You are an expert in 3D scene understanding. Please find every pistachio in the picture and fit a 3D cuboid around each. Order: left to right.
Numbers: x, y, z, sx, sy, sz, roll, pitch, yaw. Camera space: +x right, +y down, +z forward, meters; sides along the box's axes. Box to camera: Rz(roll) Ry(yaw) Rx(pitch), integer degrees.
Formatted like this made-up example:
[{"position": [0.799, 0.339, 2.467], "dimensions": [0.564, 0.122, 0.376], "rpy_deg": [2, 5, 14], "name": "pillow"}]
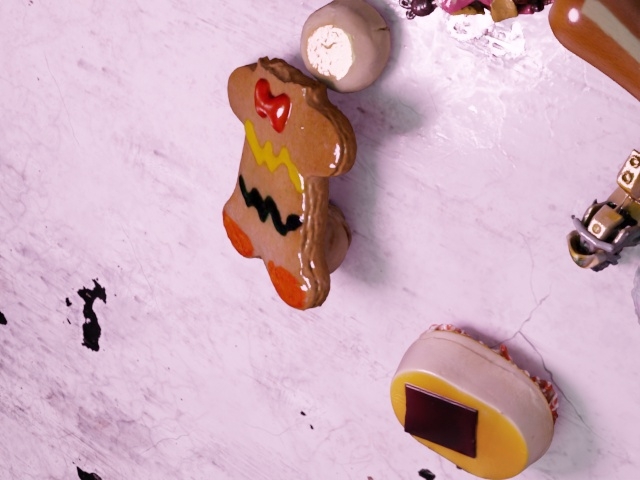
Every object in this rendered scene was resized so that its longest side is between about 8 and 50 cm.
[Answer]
[{"position": [0.000, 0.000, 1.908], "dimensions": [0.113, 0.113, 0.149], "rpy_deg": [27, 123, 23], "name": "pistachio"}]

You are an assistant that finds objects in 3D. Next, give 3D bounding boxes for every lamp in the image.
[{"position": [0.245, -0.376, 1.561], "dimensions": [0.253, 0.118, 0.118], "rpy_deg": [-10, 104, 39], "name": "lamp"}]

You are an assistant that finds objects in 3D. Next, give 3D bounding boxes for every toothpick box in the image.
[{"position": [0.454, -0.245, 1.431], "dimensions": [0.294, 0.192, 0.192], "rpy_deg": [49, 130, 14], "name": "toothpick box"}]

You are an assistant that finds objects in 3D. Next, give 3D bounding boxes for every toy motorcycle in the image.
[{"position": [0.439, -0.039, 1.564], "dimensions": [0.094, 0.130, 0.229], "rpy_deg": [47, 132, 35], "name": "toy motorcycle"}]

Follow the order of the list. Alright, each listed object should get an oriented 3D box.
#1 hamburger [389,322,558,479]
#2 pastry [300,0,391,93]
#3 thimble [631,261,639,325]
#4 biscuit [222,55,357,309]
[{"position": [0.262, 0.280, 1.826], "dimensions": [0.295, 0.151, 0.227], "rpy_deg": [29, 130, 17], "name": "hamburger"}, {"position": [0.040, -0.322, 1.748], "dimensions": [0.156, 0.092, 0.156], "rpy_deg": [12, 117, 25], "name": "pastry"}, {"position": [0.562, 0.081, 1.479], "dimensions": [0.250, 0.205, 0.172], "rpy_deg": [-17, 107, 31], "name": "thimble"}, {"position": [-0.083, -0.112, 1.847], "dimensions": [0.368, 0.076, 0.394], "rpy_deg": [43, 133, 44], "name": "biscuit"}]
